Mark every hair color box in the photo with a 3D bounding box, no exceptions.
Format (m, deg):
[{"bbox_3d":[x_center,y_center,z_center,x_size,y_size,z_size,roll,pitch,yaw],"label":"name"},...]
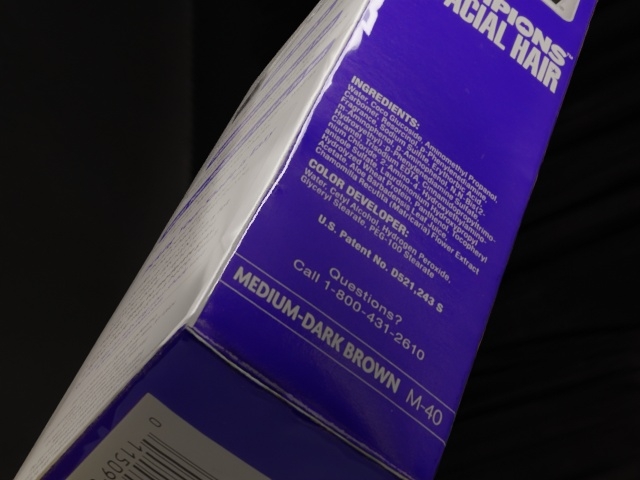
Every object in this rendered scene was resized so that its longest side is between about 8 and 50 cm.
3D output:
[{"bbox_3d":[0.000,0.000,0.698,0.110,0.185,0.339,35,43,-11],"label":"hair color box"}]
